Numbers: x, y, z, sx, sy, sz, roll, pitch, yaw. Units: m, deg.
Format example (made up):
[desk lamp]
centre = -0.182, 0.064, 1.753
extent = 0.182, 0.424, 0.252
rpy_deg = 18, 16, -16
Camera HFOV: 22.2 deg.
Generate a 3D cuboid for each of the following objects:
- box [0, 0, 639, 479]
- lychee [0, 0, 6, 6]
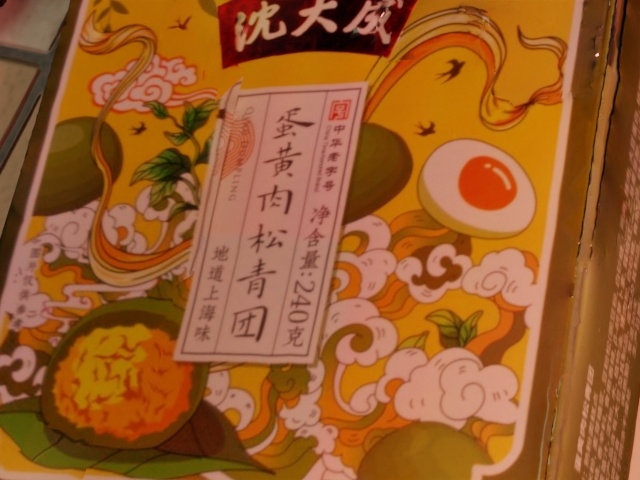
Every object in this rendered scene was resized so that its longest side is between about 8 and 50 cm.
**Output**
[box]
centre = 0.000, 0.000, 0.945
extent = 0.373, 0.138, 0.420
rpy_deg = 0, 64, 28
[lychee]
centre = -0.291, -0.226, 1.239
extent = 0.129, 0.123, 0.123
rpy_deg = 32, 79, 1
